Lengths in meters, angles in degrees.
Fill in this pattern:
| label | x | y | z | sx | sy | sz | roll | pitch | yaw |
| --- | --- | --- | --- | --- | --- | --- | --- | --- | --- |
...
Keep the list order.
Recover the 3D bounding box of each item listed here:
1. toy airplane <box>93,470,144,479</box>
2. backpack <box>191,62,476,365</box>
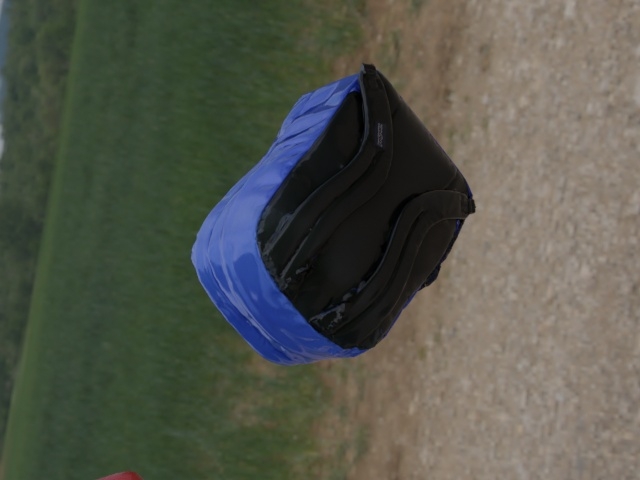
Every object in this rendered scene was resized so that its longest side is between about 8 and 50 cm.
| label | x | y | z | sx | sy | sz | roll | pitch | yaw |
| --- | --- | --- | --- | --- | --- | --- | --- | --- | --- |
| toy airplane | -0.040 | 0.350 | 0.552 | 0.384 | 0.386 | 0.272 | -64 | -2 | -7 |
| backpack | 0.000 | 0.000 | 0.539 | 0.101 | 0.098 | 0.120 | -23 | 27 | 49 |
